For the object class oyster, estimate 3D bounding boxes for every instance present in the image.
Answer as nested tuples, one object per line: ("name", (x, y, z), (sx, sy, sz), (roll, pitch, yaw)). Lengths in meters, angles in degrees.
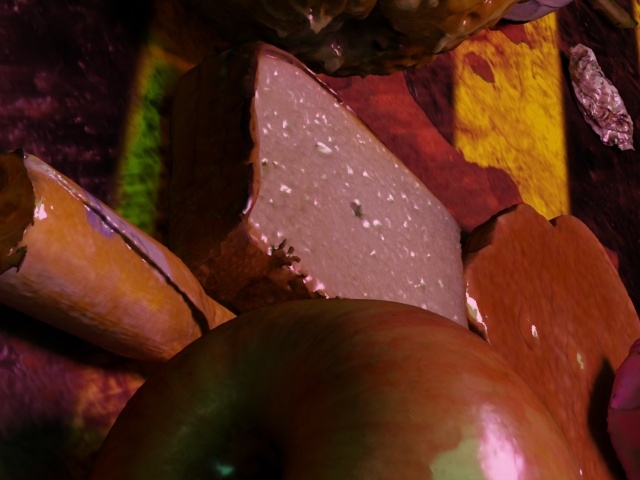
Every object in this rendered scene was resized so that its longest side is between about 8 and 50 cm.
("oyster", (0.297, -0.145, 1.918), (0.100, 0.037, 0.098), (30, 41, -44))

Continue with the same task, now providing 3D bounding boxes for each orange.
("orange", (0.031, -0.228, 1.296), (0.301, 0.300, 0.223), (15, 61, -38))

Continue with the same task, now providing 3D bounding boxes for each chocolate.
("chocolate", (-0.116, 0.025, 1.053), (0.219, 0.085, 0.086), (33, 38, -47))

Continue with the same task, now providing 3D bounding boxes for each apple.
("apple", (0.018, 0.163, 0.963), (0.264, 0.264, 0.264), (39, 35, -35))

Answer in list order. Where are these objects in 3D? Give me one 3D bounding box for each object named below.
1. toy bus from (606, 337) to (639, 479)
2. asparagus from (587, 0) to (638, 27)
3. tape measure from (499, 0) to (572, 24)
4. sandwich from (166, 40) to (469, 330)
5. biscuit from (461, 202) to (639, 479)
("toy bus", (0.314, 0.214, 1.500), (0.112, 0.090, 0.274), (-41, 114, -50))
("asparagus", (0.276, -0.298, 2.032), (0.236, 0.027, 0.034), (40, 30, -33))
("tape measure", (0.171, -0.342, 1.778), (0.275, 0.147, 0.256), (16, 52, -51))
("sandwich", (-0.001, 0.000, 1.245), (0.251, 0.087, 0.226), (43, 32, -34))
("biscuit", (0.183, 0.109, 1.481), (0.269, 0.051, 0.376), (61, 29, -9))
